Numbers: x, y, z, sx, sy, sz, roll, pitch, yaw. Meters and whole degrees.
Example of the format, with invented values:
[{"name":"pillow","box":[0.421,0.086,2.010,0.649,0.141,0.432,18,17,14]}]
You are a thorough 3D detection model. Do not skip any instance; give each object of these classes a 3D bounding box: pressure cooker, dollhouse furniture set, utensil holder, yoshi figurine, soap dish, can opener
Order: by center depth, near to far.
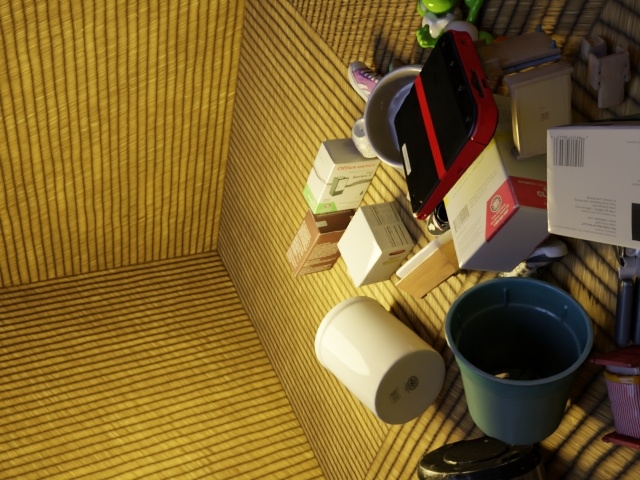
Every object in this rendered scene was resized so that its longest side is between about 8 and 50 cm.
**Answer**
[{"name":"dollhouse furniture set","box":[0.765,0.332,1.309,0.374,0.152,0.201,-15,86,64]},{"name":"can opener","box":[0.713,0.102,1.447,0.093,0.074,0.280,-57,-35,-77]},{"name":"dollhouse furniture set","box":[0.533,-0.381,1.527,0.303,0.287,0.198,-97,-9,-52]},{"name":"yoshi figurine","box":[0.369,-0.606,1.752,0.203,0.204,0.362,-55,46,35]},{"name":"pressure cooker","box":[0.491,0.807,1.806,0.376,0.370,0.420,-18,84,47]},{"name":"soap dish","box":[0.382,0.054,1.925,0.118,0.229,0.291,55,149,11]},{"name":"utensil holder","box":[0.215,0.426,2.288,0.385,0.328,0.327,35,130,52]}]

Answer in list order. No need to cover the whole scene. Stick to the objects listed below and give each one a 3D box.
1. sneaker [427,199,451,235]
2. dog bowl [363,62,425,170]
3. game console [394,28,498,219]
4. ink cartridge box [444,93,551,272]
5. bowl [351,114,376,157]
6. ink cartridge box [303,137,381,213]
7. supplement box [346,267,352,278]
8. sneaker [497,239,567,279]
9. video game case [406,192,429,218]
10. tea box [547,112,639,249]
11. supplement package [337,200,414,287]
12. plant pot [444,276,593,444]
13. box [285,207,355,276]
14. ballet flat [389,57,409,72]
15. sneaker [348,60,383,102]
[{"name":"sneaker","box":[0.377,-0.079,1.927,0.104,0.147,0.296,58,147,9]},{"name":"dog bowl","box":[0.284,-0.369,1.918,0.349,0.102,0.348,4,96,35]},{"name":"game console","box":[0.294,-0.292,1.559,0.342,0.060,0.386,118,156,-46]},{"name":"ink cartridge box","box":[0.454,-0.151,1.647,0.279,0.161,0.384,118,152,-51]},{"name":"bowl","box":[0.169,-0.388,2.256,0.170,0.080,0.170,-8,76,36]},{"name":"ink cartridge box","box":[0.079,-0.248,2.425,0.121,0.211,0.289,65,151,30]},{"name":"supplement box","box":[0.149,0.131,2.625,0.098,0.036,0.062,45,138,49]},{"name":"sneaker","box":[0.569,0.088,1.690,0.268,0.101,0.153,159,98,-68]},{"name":"video game case","box":[0.368,-0.181,2.075,0.206,0.026,0.227,53,144,44]},{"name":"tea box","box":[0.656,-0.120,1.166,0.329,0.324,0.219,19,117,60]},{"name":"supplement package","box":[0.200,0.018,2.357,0.204,0.145,0.262,67,152,25]},{"name":"plant pot","box":[0.504,0.329,1.629,0.341,0.341,0.334,48,159,47]},{"name":"box","box":[0.000,0.000,2.705,0.143,0.191,0.381,69,152,22]},{"name":"ballet flat","box":[0.311,-0.430,2.014,0.124,0.116,0.342,-15,80,44]},{"name":"sneaker","box":[0.209,-0.548,2.194,0.282,0.102,0.161,58,145,17]}]
